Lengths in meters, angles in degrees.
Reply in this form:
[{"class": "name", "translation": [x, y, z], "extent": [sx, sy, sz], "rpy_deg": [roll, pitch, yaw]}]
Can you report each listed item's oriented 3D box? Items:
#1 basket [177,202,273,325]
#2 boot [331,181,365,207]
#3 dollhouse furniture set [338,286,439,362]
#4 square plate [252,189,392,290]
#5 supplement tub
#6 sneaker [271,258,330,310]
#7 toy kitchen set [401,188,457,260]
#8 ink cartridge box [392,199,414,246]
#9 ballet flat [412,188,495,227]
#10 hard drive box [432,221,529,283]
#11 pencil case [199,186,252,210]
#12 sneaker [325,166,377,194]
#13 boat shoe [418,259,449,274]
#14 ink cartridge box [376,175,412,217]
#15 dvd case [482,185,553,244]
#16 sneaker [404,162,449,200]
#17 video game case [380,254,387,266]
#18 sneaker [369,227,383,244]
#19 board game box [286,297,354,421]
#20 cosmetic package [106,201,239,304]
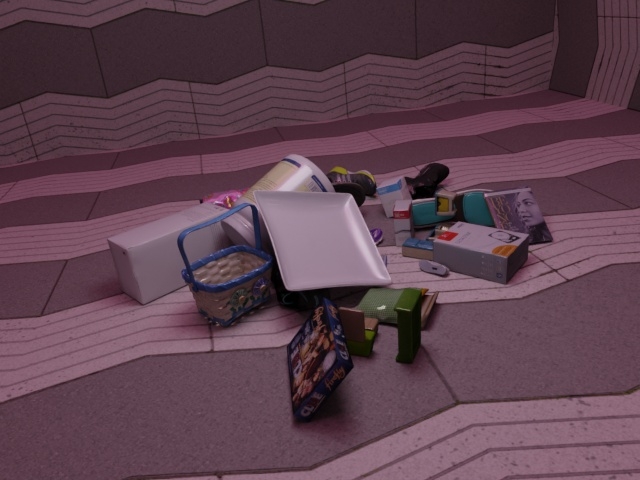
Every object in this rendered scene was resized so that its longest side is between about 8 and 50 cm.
[{"class": "basket", "translation": [-0.253, 0.064, 1.512], "extent": [0.201, 0.288, 0.255], "rpy_deg": [13, 33, 45]}, {"class": "boot", "translation": [-0.014, -0.181, 2.160], "extent": [0.378, 0.138, 0.284], "rpy_deg": [-17, 22, 10]}, {"class": "dollhouse furniture set", "translation": [0.176, 0.151, 1.394], "extent": [0.198, 0.151, 0.301], "rpy_deg": [6, 27, 23]}, {"class": "square plate", "translation": [0.000, 0.000, 1.572], "extent": [0.345, 0.049, 0.347], "rpy_deg": [-1, 53, -30]}, {"class": "supplement tub", "translation": [-0.133, -0.094, 1.752], "extent": [0.325, 0.235, 0.235], "rpy_deg": [-44, 38, -17]}, {"class": "sneaker", "translation": [-0.091, 0.126, 1.573], "extent": [0.106, 0.101, 0.267], "rpy_deg": [-26, 31, -32]}, {"class": "toy kitchen set", "translation": [0.358, -0.057, 1.789], "extent": [0.122, 0.165, 0.207], "rpy_deg": [9, 28, 28]}, {"class": "ink cartridge box", "translation": [0.282, -0.058, 1.848], "extent": [0.056, 0.135, 0.099], "rpy_deg": [-2, 24, 16]}, {"class": "ballet flat", "translation": [0.493, -0.112, 1.950], "extent": [0.401, 0.139, 0.139], "rpy_deg": [-3, 25, 7]}, {"class": "hard drive box", "translation": [0.486, 0.031, 1.664], "extent": [0.232, 0.089, 0.181], "rpy_deg": [13, 30, 36]}, {"class": "pencil case", "translation": [-0.335, -0.144, 2.196], "extent": [0.285, 0.124, 0.124], "rpy_deg": [-12, 25, -11]}, {"class": "sneaker", "translation": [0.118, -0.234, 2.330], "extent": [0.121, 0.111, 0.300], "rpy_deg": [-35, 31, -31]}, {"class": "boat shoe", "translation": [0.345, 0.082, 1.658], "extent": [0.100, 0.035, 0.035], "rpy_deg": [14, 4, 43]}, {"class": "ink cartridge box", "translation": [0.286, -0.157, 2.071], "extent": [0.090, 0.143, 0.092], "rpy_deg": [-13, 19, 30]}, {"class": "dvd case", "translation": [0.651, -0.081, 1.815], "extent": [0.165, 0.018, 0.221], "rpy_deg": [-8, 58, -4]}, {"class": "sneaker", "translation": [0.434, -0.227, 2.243], "extent": [0.287, 0.108, 0.130], "rpy_deg": [-29, 39, -24]}, {"class": "video game case", "translation": [0.124, 0.080, 1.726], "extent": [0.167, 0.015, 0.119], "rpy_deg": [-1, 26, 10]}, {"class": "sneaker", "translation": [0.141, -0.013, 1.857], "extent": [0.170, 0.071, 0.068], "rpy_deg": [-18, 27, -27]}, {"class": "board game box", "translation": [-0.009, 0.255, 1.211], "extent": [0.042, 0.165, 0.243], "rpy_deg": [30, 17, -18]}, {"class": "cosmetic package", "translation": [-0.459, 0.030, 1.749], "extent": [0.366, 0.196, 0.155], "rpy_deg": [-24, 29, -37]}]
